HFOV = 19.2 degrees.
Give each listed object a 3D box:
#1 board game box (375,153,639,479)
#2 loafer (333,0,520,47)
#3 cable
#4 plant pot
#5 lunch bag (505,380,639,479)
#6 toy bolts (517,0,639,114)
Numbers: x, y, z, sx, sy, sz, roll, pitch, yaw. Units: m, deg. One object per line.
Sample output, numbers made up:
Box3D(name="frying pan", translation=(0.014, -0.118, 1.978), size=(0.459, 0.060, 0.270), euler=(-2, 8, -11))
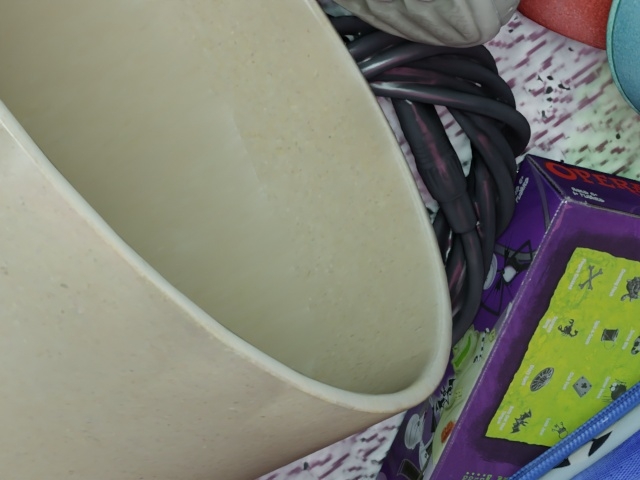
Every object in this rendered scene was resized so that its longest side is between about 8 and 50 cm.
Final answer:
Box3D(name="board game box", translation=(0.113, 0.140, 0.838), size=(0.208, 0.056, 0.347), euler=(14, 113, -22))
Box3D(name="loafer", translation=(-0.016, -0.195, 0.549), size=(0.111, 0.112, 0.319), euler=(-50, 126, -23))
Box3D(name="cable", translation=(0.000, 0.000, 0.719), size=(0.150, 0.047, 0.185), euler=(4, 115, -28))
Box3D(name="plant pot", translation=(-0.145, 0.011, 0.566), size=(0.274, 0.256, 0.256), euler=(-36, 126, 20))
Box3D(name="lunch bag", translation=(0.158, 0.161, 0.774), size=(0.303, 0.115, 0.243), euler=(-40, 122, 6))
Box3D(name="toy bolts", translation=(0.130, -0.136, 0.613), size=(0.218, 0.158, 0.229), euler=(-1, 119, -20))
